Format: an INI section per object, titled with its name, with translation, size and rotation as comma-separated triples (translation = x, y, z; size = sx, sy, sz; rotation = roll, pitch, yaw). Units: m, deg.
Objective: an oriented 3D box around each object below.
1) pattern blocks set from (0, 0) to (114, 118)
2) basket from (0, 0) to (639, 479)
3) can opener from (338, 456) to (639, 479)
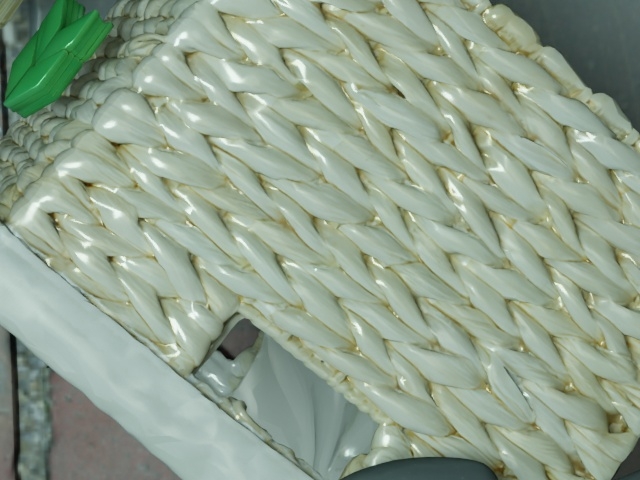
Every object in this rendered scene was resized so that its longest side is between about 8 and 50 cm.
[pattern blocks set]
translation = -0.190, -0.186, 0.991
size = 0.285, 0.325, 0.026
rotation = -45, 142, 1
[basket]
translation = 0.000, 0.000, 1.015
size = 0.328, 0.331, 0.266
rotation = 39, 86, -14
[can opener]
translation = 0.125, 0.125, 0.853
size = 0.280, 0.074, 0.093
rotation = -14, 100, -14
